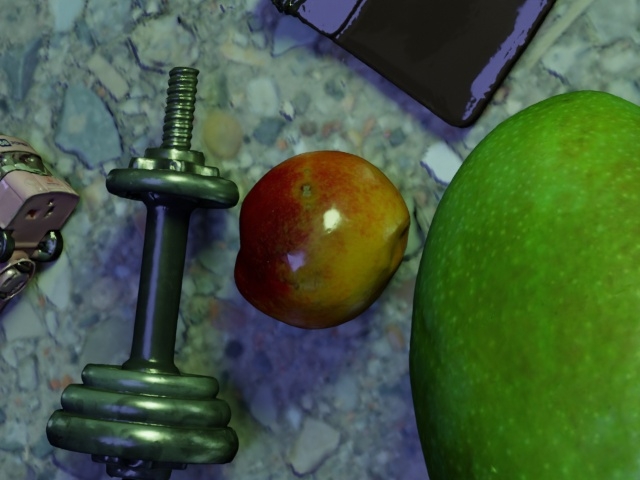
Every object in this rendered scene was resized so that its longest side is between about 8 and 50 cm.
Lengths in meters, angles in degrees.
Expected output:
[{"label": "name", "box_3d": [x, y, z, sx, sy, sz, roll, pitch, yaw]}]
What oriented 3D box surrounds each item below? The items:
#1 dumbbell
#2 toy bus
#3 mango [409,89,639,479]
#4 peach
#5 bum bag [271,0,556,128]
[{"label": "dumbbell", "box_3d": [-0.092, 0.026, 0.822, 0.110, 0.110, 0.255, 4, 84, 26]}, {"label": "toy bus", "box_3d": [-0.240, 0.024, 0.911, 0.090, 0.063, 0.203, 46, 109, 20]}, {"label": "mango", "box_3d": [0.162, 0.099, 0.642, 0.225, 0.201, 0.382, -34, 62, 35]}, {"label": "peach", "box_3d": [-0.001, -0.001, 0.773, 0.100, 0.100, 0.101, 0, 89, 26]}, {"label": "bum bag", "box_3d": [0.047, -0.144, 0.793, 0.159, 0.026, 0.109, 38, 104, 21]}]
